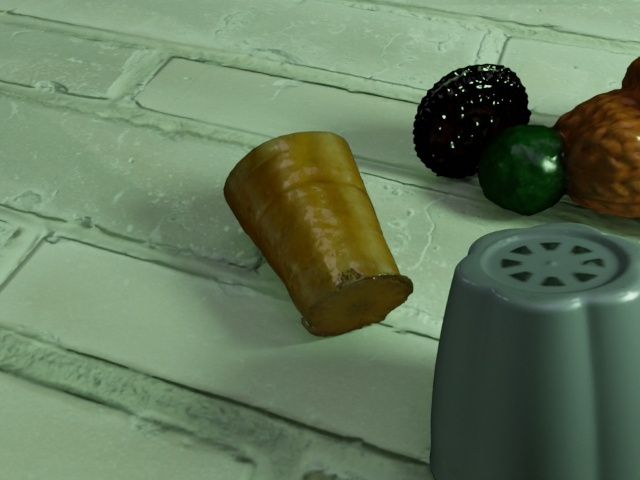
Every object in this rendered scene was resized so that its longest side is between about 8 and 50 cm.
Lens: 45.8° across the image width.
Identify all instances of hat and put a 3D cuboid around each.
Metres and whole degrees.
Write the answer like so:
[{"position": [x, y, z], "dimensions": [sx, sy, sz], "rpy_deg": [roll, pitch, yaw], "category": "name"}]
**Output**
[{"position": [0.433, -0.136, 1.051], "dimensions": [0.400, 0.285, 0.285], "rpy_deg": [-11, 46, -5], "category": "hat"}]

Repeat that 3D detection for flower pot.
[{"position": [0.228, 0.123, 0.762], "dimensions": [0.265, 0.243, 0.265], "rpy_deg": [-9, 22, 4], "category": "flower pot"}]

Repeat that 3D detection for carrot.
[{"position": [0.000, 0.000, 1.011], "dimensions": [0.196, 0.196, 0.254], "rpy_deg": [-17, 59, -14], "category": "carrot"}]

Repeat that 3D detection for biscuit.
[{"position": [0.227, -0.178, 1.143], "dimensions": [0.195, 0.194, 0.053], "rpy_deg": [-12, 43, -10], "category": "biscuit"}]
